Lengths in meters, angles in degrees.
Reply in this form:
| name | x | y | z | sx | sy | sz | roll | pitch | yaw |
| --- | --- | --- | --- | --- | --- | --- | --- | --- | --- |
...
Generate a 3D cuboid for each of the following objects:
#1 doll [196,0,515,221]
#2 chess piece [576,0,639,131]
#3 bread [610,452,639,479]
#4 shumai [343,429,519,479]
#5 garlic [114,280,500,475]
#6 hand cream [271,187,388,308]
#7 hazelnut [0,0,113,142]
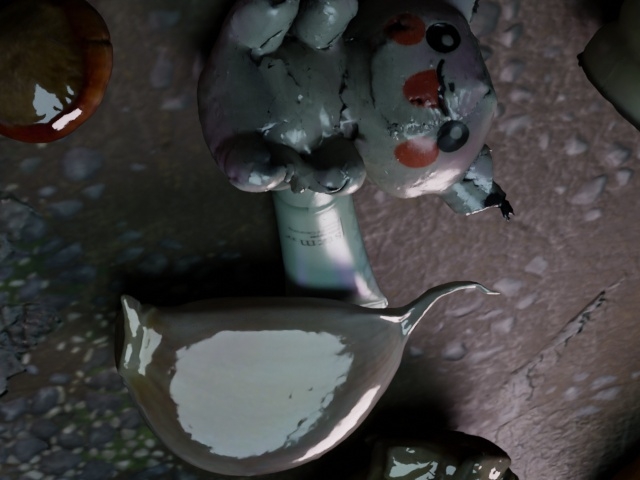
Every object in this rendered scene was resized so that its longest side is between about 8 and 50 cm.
| name | x | y | z | sx | sy | sz | roll | pitch | yaw |
| --- | --- | --- | --- | --- | --- | --- | --- | --- | --- |
| doll | 0.023 | -0.082 | 0.848 | 0.192 | 0.149 | 0.095 | -2 | 178 | -13 |
| chess piece | 0.283 | -0.175 | 0.863 | 0.142 | 0.143 | 0.261 | 10 | 126 | -34 |
| bread | 0.378 | 0.257 | 1.384 | 0.179 | 0.133 | 0.250 | 18 | 124 | -38 |
| shumai | 0.055 | 0.282 | 1.273 | 0.346 | 0.217 | 0.283 | -5 | 107 | -37 |
| garlic | -0.012 | 0.093 | 1.023 | 0.266 | 0.129 | 0.148 | -11 | 167 | -15 |
| hand cream | 0.000 | 0.000 | 0.978 | 0.078 | 0.050 | 0.205 | -14 | 145 | -2 |
| hazelnut | -0.150 | -0.091 | 0.781 | 0.086 | 0.086 | 0.086 | -14 | 140 | -12 |
